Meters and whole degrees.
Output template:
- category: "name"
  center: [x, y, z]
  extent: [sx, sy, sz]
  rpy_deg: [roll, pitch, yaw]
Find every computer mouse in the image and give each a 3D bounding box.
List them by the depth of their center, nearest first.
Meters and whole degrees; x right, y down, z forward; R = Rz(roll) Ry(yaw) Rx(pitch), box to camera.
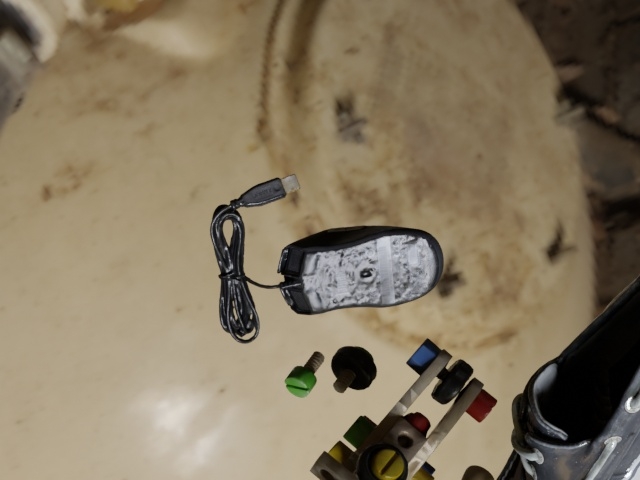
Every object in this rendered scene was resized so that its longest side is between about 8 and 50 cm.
- category: "computer mouse"
  center: [0.000, 0.000, 1.893]
  extent: [0.060, 0.262, 0.184]
  rpy_deg: [-112, -171, -65]

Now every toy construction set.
- category: "toy construction set"
  center: [0.092, 0.296, 1.994]
  extent: [0.309, 0.257, 0.237]
  rpy_deg: [53, 49, -16]

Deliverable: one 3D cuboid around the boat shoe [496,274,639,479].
- category: "boat shoe"
  center: [0.175, 0.123, 1.125]
  extent: [0.102, 0.301, 0.108]
  rpy_deg: [15, 44, -26]
